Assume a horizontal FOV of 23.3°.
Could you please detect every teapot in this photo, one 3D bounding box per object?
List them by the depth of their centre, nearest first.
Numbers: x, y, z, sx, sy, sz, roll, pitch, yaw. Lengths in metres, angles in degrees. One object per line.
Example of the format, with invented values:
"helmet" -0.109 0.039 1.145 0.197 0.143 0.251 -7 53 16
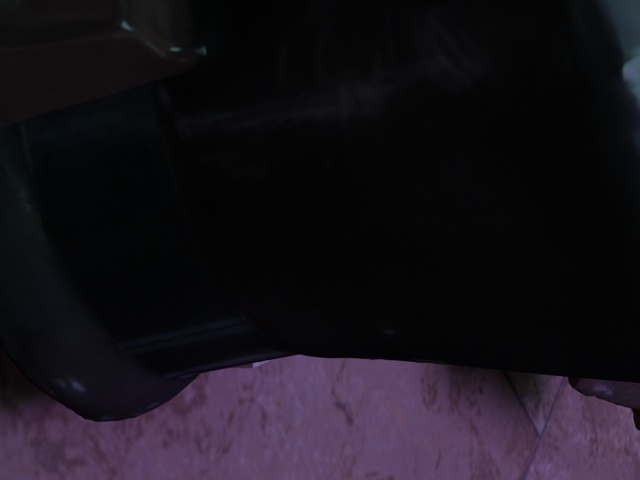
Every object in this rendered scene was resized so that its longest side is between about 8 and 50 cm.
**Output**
"teapot" 0.012 -0.073 0.651 0.376 0.361 0.306 36 43 -61

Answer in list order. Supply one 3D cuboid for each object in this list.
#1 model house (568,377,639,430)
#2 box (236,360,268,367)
"model house" 0.199 -0.012 1.092 0.199 0.220 0.229 10 35 -47
"box" 0.000 -0.001 0.937 0.198 0.029 0.109 -20 104 -53
